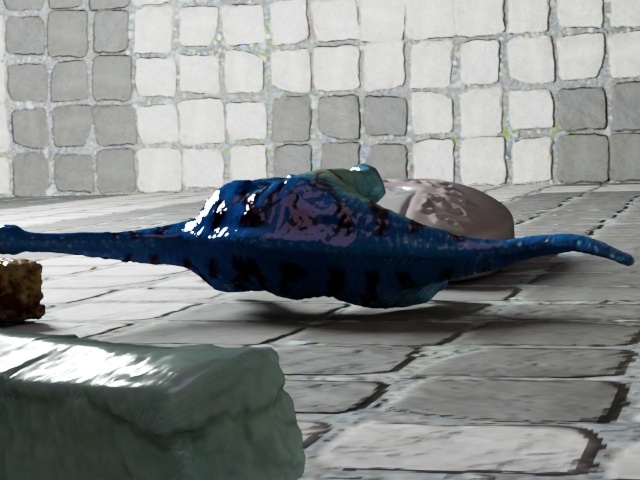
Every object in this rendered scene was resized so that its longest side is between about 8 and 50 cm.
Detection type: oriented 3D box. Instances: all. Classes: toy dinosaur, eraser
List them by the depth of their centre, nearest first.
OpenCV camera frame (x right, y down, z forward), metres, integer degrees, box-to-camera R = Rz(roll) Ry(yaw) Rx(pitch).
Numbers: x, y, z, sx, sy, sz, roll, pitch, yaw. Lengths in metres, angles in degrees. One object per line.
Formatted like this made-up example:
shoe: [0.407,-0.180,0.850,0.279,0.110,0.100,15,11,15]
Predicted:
toy dinosaur: [-0.006,-0.003,0.803,0.329,0.076,0.144,3,4,8]
eraser: [0.052,-0.012,1.041,0.204,0.059,0.243,1,9,32]

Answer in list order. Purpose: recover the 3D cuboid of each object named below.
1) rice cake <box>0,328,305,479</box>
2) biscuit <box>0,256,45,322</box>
rice cake: [-0.104,0.043,0.432,0.245,0.042,0.045,3,19,46]
biscuit: [-0.225,0.024,0.840,0.064,0.034,0.199,-5,6,-41]
